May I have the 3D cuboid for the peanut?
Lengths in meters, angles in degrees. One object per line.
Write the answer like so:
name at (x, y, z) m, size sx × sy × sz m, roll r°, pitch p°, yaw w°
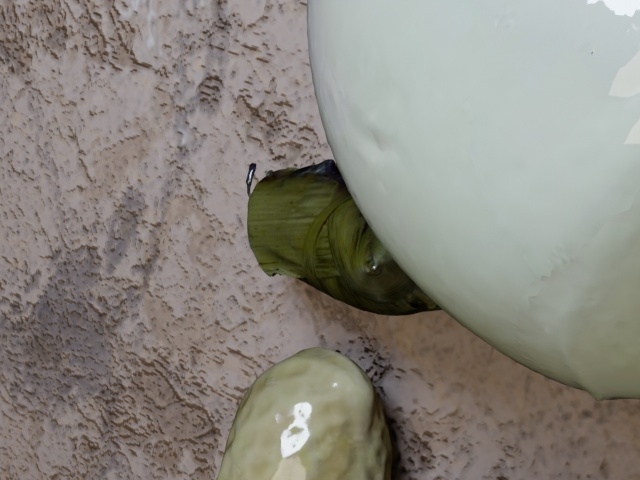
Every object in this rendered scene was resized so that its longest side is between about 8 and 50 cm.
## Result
peanut at (-0.040, 0.222, 0.746) m, size 0.149 × 0.149 × 0.313 m, roll 33°, pitch 110°, yaw 22°

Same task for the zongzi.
zongzi at (-0.002, -0.002, 0.643) m, size 0.205 × 0.204 × 0.094 m, roll 10°, pitch 101°, yaw 30°

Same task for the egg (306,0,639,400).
egg at (0.137, -0.086, 0.469) m, size 0.345 × 0.283 × 0.283 m, roll 47°, pitch 120°, yaw 44°
